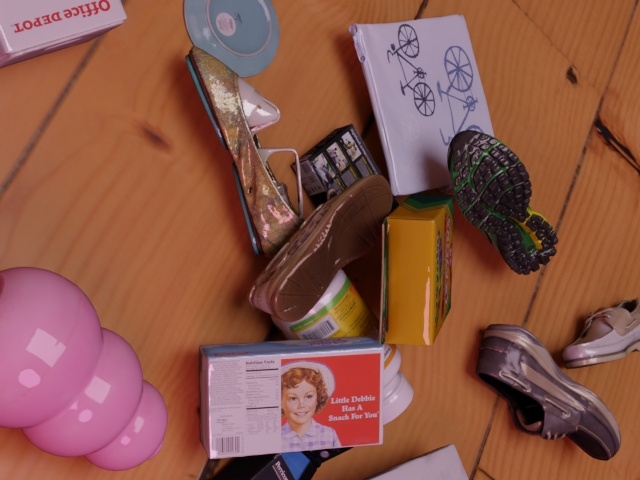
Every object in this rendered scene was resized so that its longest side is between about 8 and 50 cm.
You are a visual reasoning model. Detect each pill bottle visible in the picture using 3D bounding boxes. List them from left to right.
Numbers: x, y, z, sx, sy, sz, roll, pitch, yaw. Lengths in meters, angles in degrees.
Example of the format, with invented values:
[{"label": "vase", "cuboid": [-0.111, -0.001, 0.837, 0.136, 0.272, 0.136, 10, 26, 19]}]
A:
[{"label": "pill bottle", "cuboid": [0.042, 0.173, 1.822, 0.136, 0.136, 0.246, -47, 111, -35]}]

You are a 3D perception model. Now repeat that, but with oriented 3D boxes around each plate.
[{"label": "plate", "cuboid": [-0.136, -0.357, 1.858, 0.188, 0.024, 0.188, 9, 76, -39]}]

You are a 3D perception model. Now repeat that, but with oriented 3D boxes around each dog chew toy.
[{"label": "dog chew toy", "cuboid": [-0.328, 0.184, 1.490, 0.332, 0.206, 0.207, 46, 56, -33]}]

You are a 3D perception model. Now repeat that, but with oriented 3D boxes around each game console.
[{"label": "game console", "cuboid": [-0.036, 0.317, 1.767, 0.144, 0.124, 0.085, 47, 29, -23]}]

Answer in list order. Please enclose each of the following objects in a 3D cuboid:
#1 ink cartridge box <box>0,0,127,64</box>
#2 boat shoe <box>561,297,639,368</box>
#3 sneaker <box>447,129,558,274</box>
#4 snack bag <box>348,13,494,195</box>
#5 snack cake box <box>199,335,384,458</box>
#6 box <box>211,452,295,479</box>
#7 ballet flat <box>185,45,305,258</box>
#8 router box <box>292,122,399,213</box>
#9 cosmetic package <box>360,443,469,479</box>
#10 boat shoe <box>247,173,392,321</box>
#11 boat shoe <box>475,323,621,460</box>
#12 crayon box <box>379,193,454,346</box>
[{"label": "ink cartridge box", "cuboid": [-0.420, -0.391, 1.573, 0.201, 0.117, 0.278, -28, 98, -39]}, {"label": "boat shoe", "cuboid": [0.563, 0.184, 2.269, 0.302, 0.113, 0.103, -10, 86, -50]}, {"label": "sneaker", "cuboid": [0.300, -0.076, 2.054, 0.134, 0.146, 0.343, -38, 134, -3]}, {"label": "snack bag", "cuboid": [0.195, -0.242, 2.079, 0.342, 0.037, 0.323, -16, 93, -46]}, {"label": "snack cake box", "cuboid": [-0.043, 0.227, 1.689, 0.264, 0.089, 0.152, -2, 97, -15]}, {"label": "box", "cuboid": [-0.086, 0.468, 1.678, 0.184, 0.103, 0.261, -36, 106, -34]}, {"label": "ballet flat", "cuboid": [-0.100, -0.147, 1.778, 0.123, 0.123, 0.349, -26, 100, -39]}, {"label": "router box", "cuboid": [0.047, -0.088, 1.937, 0.133, 0.046, 0.179, -41, 108, -38]}, {"label": "cosmetic package", "cuboid": [0.180, 0.534, 1.794, 0.284, 0.097, 0.377, -4, 69, -56]}, {"label": "boat shoe", "cuboid": [0.000, 0.000, 1.746, 0.285, 0.089, 0.105, -46, 126, -25]}, {"label": "boat shoe", "cuboid": [0.407, 0.303, 2.116, 0.355, 0.132, 0.130, 43, 67, -15]}, {"label": "crayon box", "cuboid": [0.157, 0.046, 1.838, 0.318, 0.081, 0.202, -39, 131, -73]}]
